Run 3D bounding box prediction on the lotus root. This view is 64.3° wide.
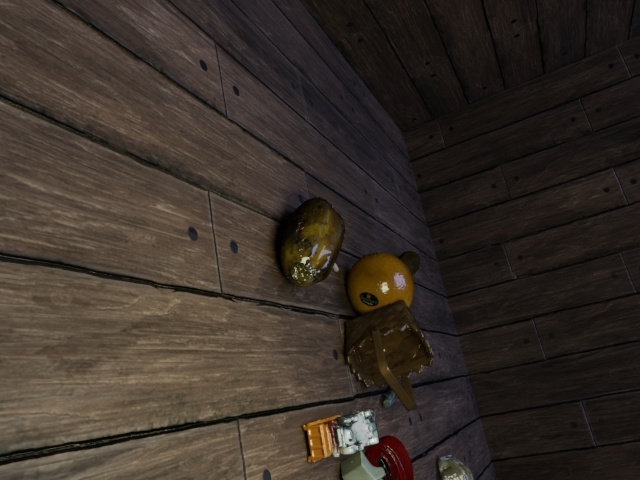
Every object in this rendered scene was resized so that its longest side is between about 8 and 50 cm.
[{"bbox_3d":[-0.023,-0.009,1.627,0.196,0.179,0.397,62,24,-26],"label":"lotus root"}]

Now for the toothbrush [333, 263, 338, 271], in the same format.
[{"bbox_3d":[0.000,0.000,1.889,0.287,0.020,0.025,62,32,-20],"label":"toothbrush"}]

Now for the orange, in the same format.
[{"bbox_3d":[0.232,0.181,1.968,0.274,0.274,0.274,49,31,-43],"label":"orange"}]

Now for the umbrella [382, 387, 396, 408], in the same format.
[{"bbox_3d":[0.279,0.615,2.025,0.188,0.050,0.046,-24,115,-69],"label":"umbrella"}]

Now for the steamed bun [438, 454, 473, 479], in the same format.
[{"bbox_3d":[0.630,1.094,2.326,0.218,0.144,0.211,45,33,-48],"label":"steamed bun"}]

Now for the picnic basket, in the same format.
[{"bbox_3d":[0.239,0.403,1.766,0.254,0.291,0.321,57,14,-33],"label":"picnic basket"}]

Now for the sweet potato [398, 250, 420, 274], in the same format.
[{"bbox_3d":[0.442,0.149,2.688,0.422,0.130,0.131,-38,108,-60],"label":"sweet potato"}]

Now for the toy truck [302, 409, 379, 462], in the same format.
[{"bbox_3d":[0.065,0.556,1.459,0.270,0.135,0.114,19,58,-58],"label":"toy truck"}]

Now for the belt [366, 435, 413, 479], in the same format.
[{"bbox_3d":[0.234,0.756,1.688,0.124,0.128,0.201,5,67,-65],"label":"belt"}]

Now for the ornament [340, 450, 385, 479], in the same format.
[{"bbox_3d":[0.157,0.761,1.505,0.120,0.130,0.285,-15,86,-81],"label":"ornament"}]
